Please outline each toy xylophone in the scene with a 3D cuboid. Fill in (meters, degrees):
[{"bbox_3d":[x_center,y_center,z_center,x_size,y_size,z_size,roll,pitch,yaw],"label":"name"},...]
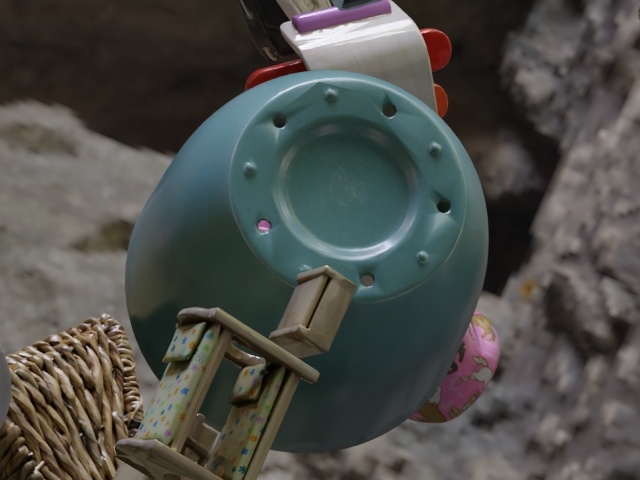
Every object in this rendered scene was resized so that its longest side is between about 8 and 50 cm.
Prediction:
[{"bbox_3d":[0.022,-0.061,1.844,0.081,0.236,0.322,-143,48,-63],"label":"toy xylophone"}]

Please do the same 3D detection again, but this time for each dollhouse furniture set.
[{"bbox_3d":[-0.087,0.095,1.404,0.161,0.101,0.182,-18,43,57],"label":"dollhouse furniture set"}]

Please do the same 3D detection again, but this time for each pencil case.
[{"bbox_3d":[0.050,0.041,2.139,0.167,0.160,0.386,-56,-49,-20],"label":"pencil case"}]

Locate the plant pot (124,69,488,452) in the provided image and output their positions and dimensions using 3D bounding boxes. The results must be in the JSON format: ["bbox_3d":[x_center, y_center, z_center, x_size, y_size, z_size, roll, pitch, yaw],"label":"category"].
[{"bbox_3d":[0.000,0.000,1.565,0.235,0.293,0.293,117,177,-68],"label":"plant pot"}]

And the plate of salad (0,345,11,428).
[{"bbox_3d":[-0.302,0.094,1.288,0.048,0.200,0.199,-105,31,-52],"label":"plate of salad"}]

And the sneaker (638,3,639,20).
[{"bbox_3d":[0.348,-0.145,1.640,0.410,0.182,0.158,-76,-2,-57],"label":"sneaker"}]

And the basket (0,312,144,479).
[{"bbox_3d":[-0.278,0.241,1.821,0.299,0.213,0.223,-39,-8,32],"label":"basket"}]

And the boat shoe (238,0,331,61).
[{"bbox_3d":[-0.078,-0.274,1.871,0.079,0.233,0.084,-18,23,36],"label":"boat shoe"}]

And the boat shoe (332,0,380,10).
[{"bbox_3d":[0.100,-0.245,1.683,0.083,0.226,0.075,94,155,-63],"label":"boat shoe"}]
